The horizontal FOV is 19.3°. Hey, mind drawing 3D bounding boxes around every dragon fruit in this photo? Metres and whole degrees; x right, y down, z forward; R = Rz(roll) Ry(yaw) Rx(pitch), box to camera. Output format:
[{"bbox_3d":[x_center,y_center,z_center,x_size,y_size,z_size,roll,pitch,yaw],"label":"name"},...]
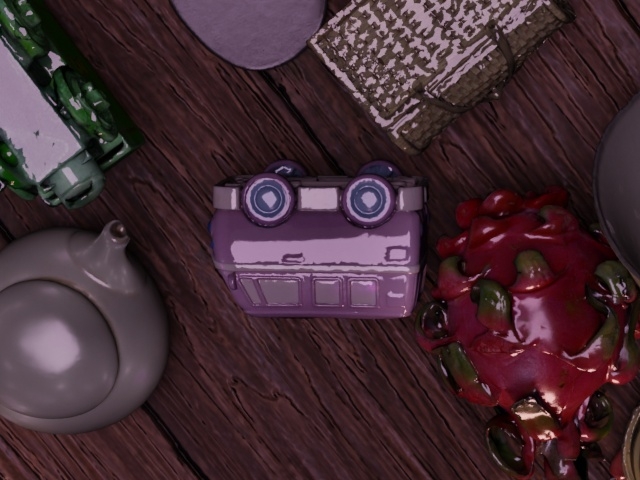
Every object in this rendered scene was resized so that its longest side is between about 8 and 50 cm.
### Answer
[{"bbox_3d":[0.196,0.088,1.744,0.218,0.198,0.273,-4,125,-19],"label":"dragon fruit"}]

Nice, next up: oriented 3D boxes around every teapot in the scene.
[{"bbox_3d":[-0.308,0.086,1.826,0.318,0.149,0.220,-2,98,8],"label":"teapot"}]

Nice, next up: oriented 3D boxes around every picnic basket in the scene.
[{"bbox_3d":[0.117,-0.191,1.725,0.196,0.134,0.154,-40,89,12],"label":"picnic basket"}]

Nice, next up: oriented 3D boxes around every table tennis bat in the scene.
[{"bbox_3d":[-0.099,-0.269,1.781,0.138,0.022,0.246,-41,102,13],"label":"table tennis bat"}]

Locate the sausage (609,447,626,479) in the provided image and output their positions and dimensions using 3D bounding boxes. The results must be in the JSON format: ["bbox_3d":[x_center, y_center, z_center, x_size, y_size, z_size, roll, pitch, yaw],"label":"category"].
[{"bbox_3d":[0.347,0.150,1.802,0.029,0.029,0.223,38,103,1],"label":"sausage"}]

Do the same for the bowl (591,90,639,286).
[{"bbox_3d":[0.406,-0.001,1.676,0.337,0.337,0.157,5,141,8],"label":"bowl"}]

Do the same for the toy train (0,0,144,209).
[{"bbox_3d":[-0.276,-0.141,1.761,0.132,0.188,0.243,-36,94,8],"label":"toy train"}]

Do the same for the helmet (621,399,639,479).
[{"bbox_3d":[0.414,0.222,1.732,0.257,0.137,0.204,8,104,-2],"label":"helmet"}]

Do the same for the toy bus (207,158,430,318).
[{"bbox_3d":[0.000,0.000,1.770,0.202,0.142,0.142,1,99,8],"label":"toy bus"}]
